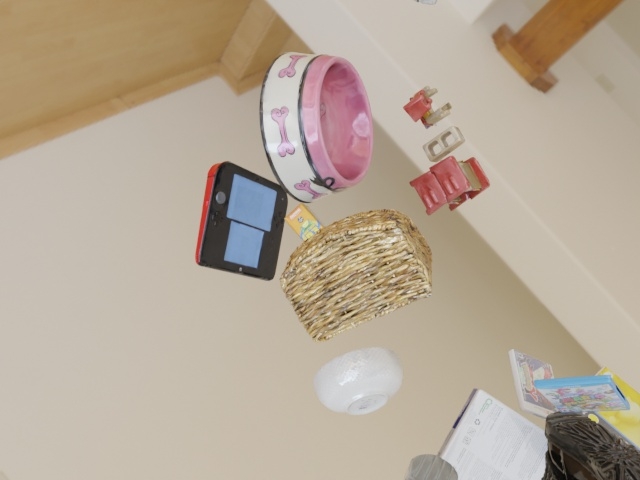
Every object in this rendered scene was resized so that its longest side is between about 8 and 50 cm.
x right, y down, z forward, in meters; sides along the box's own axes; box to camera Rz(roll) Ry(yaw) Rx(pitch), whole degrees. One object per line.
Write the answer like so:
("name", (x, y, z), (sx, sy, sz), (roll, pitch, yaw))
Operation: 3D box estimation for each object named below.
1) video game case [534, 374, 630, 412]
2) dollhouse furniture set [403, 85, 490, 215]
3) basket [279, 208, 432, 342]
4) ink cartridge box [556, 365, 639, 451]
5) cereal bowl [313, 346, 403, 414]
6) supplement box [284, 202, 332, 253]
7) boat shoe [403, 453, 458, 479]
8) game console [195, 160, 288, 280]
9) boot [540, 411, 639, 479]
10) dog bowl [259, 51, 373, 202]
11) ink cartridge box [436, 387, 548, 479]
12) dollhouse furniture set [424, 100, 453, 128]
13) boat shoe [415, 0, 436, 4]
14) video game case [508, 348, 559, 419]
("video game case", (0.454, 0.268, 0.992), (0.119, 0.166, 0.015), (-13, -126, 32))
("dollhouse furniture set", (0.335, -0.276, 1.728), (0.152, 0.374, 0.201), (-34, 165, 32))
("basket", (0.076, 0.047, 1.264), (0.299, 0.213, 0.223), (-26, -167, 19))
("ink cartridge box", (0.796, 0.510, 1.495), (0.303, 0.307, 0.072), (-21, 139, -40))
("cereal bowl", (0.152, 0.535, 2.093), (0.339, 0.141, 0.339), (-12, 141, -10))
("supplement box", (0.000, 0.000, 1.666), (0.078, 0.233, 0.080), (-44, 165, 6))
("boat shoe", (0.212, 0.552, 1.236), (0.302, 0.109, 0.094), (-1, 115, -61))
("game console", (-0.248, -0.056, 1.903), (0.060, 0.342, 0.386), (0, 169, 33))
("boot", (0.502, 0.490, 1.001), (0.131, 0.260, 0.348), (2, -170, -9))
("dog bowl", (0.010, -0.309, 1.540), (0.150, 0.408, 0.408), (-2, -161, 28))
("ink cartridge box", (0.502, 0.645, 1.621), (0.324, 0.330, 0.071), (-56, 176, -11))
("dollhouse furniture set", (0.394, -0.436, 1.928), (0.114, 0.091, 0.081), (-37, -155, 3))
("boat shoe", (0.212, -0.587, 1.211), (0.335, 0.119, 0.121), (-63, 166, -54))
("video game case", (0.675, 0.457, 1.793), (0.023, 0.183, 0.201), (-44, -148, 40))
